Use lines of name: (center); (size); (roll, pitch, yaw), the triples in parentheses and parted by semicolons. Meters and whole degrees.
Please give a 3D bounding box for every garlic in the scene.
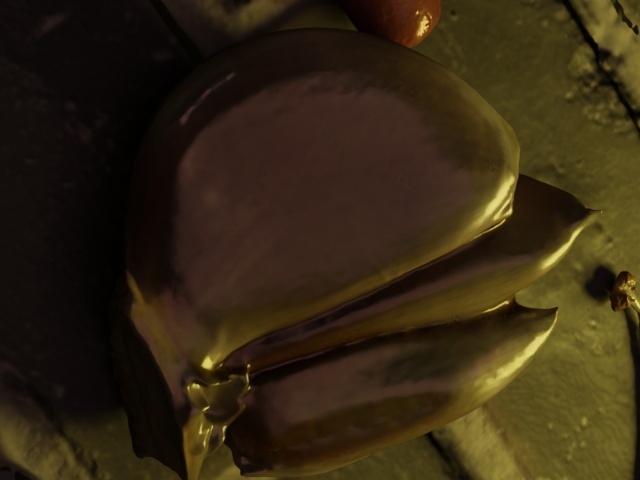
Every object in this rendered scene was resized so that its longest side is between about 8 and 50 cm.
garlic: (0.001, 0.001, 1.227); (0.325, 0.132, 0.279); (-29, 110, -15)

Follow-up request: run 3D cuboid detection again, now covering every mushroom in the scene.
mushroom: (0.247, 0.157, 1.429); (0.028, 0.026, 0.286); (-14, 107, -5)

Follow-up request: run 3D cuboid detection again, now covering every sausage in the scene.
sausage: (0.023, -0.193, 1.240); (0.062, 0.062, 0.154); (-39, 113, -13)
